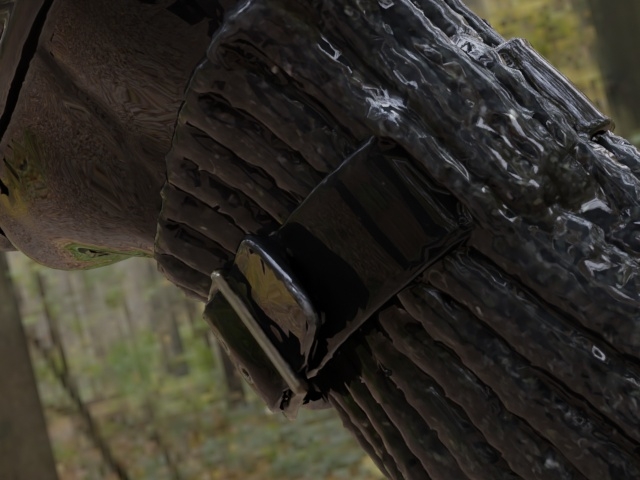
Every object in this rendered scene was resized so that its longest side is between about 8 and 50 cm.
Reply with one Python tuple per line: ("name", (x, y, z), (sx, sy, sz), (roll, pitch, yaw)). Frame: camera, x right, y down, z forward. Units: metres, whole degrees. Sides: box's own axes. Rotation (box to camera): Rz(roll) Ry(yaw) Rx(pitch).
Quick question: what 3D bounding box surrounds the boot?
("boot", (-0.003, 0.003, 0.602), (0.131, 0.260, 0.348), (-48, -1, -14))
